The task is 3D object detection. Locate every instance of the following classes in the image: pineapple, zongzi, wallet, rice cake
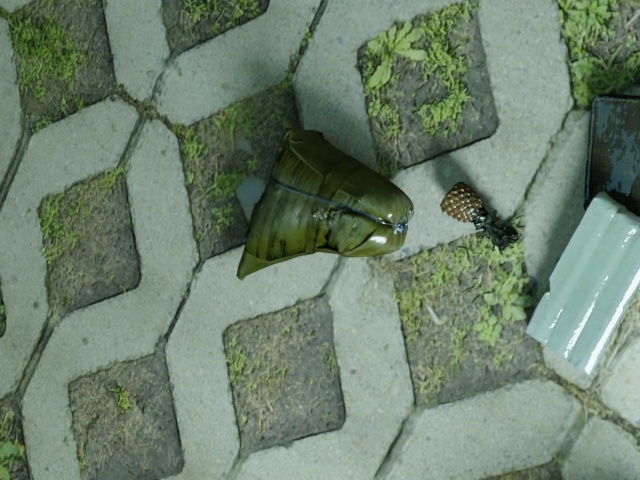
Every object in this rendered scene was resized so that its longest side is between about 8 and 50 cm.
[{"bbox_3d":[0.233,-0.032,1.885,0.124,0.058,0.058,38,109,10],"label":"pineapple"},{"bbox_3d":[0.000,0.000,1.973,0.251,0.125,0.274,36,110,32],"label":"zongzi"},{"bbox_3d":[0.507,-0.105,1.721,0.317,0.044,0.169,7,98,31],"label":"wallet"},{"bbox_3d":[0.372,0.059,1.787,0.127,0.043,0.237,36,116,21],"label":"rice cake"}]
